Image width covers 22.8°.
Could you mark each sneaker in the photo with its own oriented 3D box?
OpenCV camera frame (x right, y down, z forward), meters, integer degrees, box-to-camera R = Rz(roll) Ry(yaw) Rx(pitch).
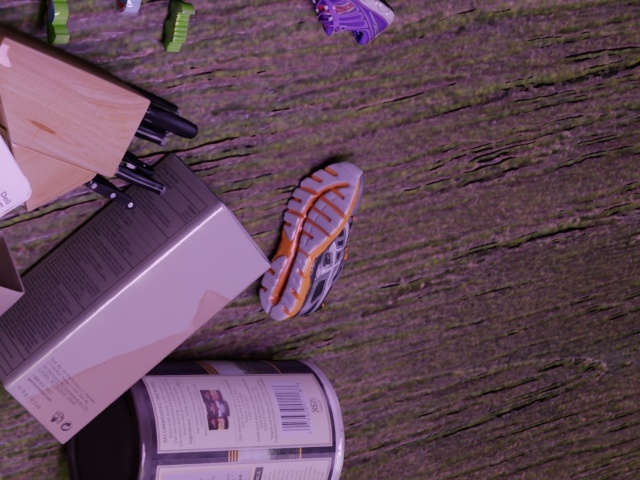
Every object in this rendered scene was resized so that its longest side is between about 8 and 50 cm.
[{"bbox_3d":[0.000,0.000,1.939,0.083,0.084,0.215,7,117,-49],"label":"sneaker"},{"bbox_3d":[0.015,-0.270,1.792,0.170,0.068,0.071,30,104,-41],"label":"sneaker"}]

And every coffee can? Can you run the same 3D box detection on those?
[{"bbox_3d":[-0.139,0.242,1.905,0.275,0.201,0.201,3,115,-33],"label":"coffee can"}]

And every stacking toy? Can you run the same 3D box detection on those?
[{"bbox_3d":[-0.189,-0.299,1.645,0.167,0.052,0.221,-2,118,-37],"label":"stacking toy"}]

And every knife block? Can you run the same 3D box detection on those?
[{"bbox_3d":[-0.243,-0.149,1.663,0.242,0.088,0.276,-32,136,-29],"label":"knife block"}]

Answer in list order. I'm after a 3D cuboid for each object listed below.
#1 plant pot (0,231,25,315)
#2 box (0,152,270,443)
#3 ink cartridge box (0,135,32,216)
[{"bbox_3d":[-0.397,0.045,1.697,0.109,0.109,0.096,19,118,-38],"label":"plant pot"},{"bbox_3d":[-0.227,0.062,1.783,0.311,0.148,0.121,-39,131,-5],"label":"box"},{"bbox_3d":[-0.397,-0.140,1.471,0.114,0.273,0.198,-34,129,-11],"label":"ink cartridge box"}]
